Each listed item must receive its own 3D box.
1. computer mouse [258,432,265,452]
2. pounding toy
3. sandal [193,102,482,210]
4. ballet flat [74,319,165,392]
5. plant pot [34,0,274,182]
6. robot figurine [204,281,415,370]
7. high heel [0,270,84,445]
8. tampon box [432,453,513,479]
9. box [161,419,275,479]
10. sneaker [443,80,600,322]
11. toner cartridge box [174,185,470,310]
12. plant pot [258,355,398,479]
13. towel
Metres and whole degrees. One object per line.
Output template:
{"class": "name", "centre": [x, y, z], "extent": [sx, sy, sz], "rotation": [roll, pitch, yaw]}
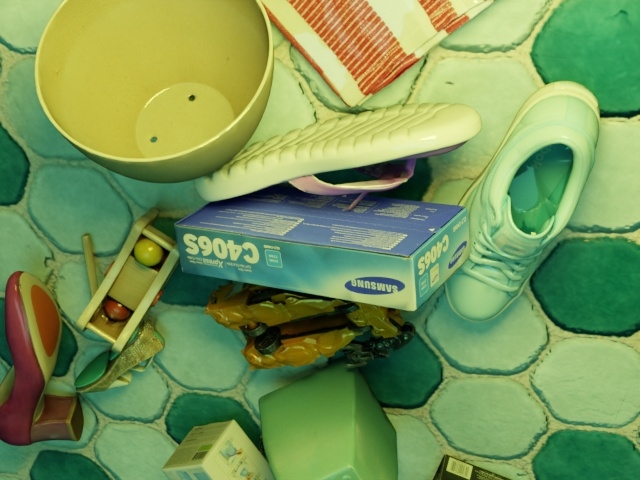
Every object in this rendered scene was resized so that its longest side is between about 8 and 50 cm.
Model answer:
{"class": "computer mouse", "centre": [-0.008, 0.349, 1.654], "extent": [0.193, 0.042, 0.106], "rotation": [31, 124, -2]}
{"class": "pounding toy", "centre": [-0.312, 0.058, 1.505], "extent": [0.155, 0.154, 0.269], "rotation": [33, 124, -4]}
{"class": "sandal", "centre": [0.026, -0.094, 1.302], "extent": [0.416, 0.169, 0.102], "rotation": [-7, 113, 35]}
{"class": "ballet flat", "centre": [-0.323, 0.204, 1.653], "extent": [0.067, 0.073, 0.206], "rotation": [35, 129, -23]}
{"class": "plant pot", "centre": [-0.188, -0.183, 1.276], "extent": [0.284, 0.284, 0.191], "rotation": [12, 159, 10]}
{"class": "robot figurine", "centre": [-0.008, 0.099, 1.462], "extent": [0.291, 0.085, 0.211], "rotation": [-15, 129, 25]}
{"class": "high heel", "centre": [-0.513, 0.204, 1.668], "extent": [0.181, 0.127, 0.377], "rotation": [1, 124, 5]}
{"class": "tampon box", "centre": [0.219, 0.443, 1.603], "extent": [0.120, 0.101, 0.161], "rotation": [21, 125, 5]}
{"class": "box", "centre": [-0.145, 0.410, 1.684], "extent": [0.114, 0.103, 0.203], "rotation": [-18, 114, 43]}
{"class": "sneaker", "centre": [0.235, -0.021, 1.284], "extent": [0.135, 0.150, 0.366], "rotation": [21, 124, 6]}
{"class": "toner cartridge box", "centre": [0.000, 0.000, 1.313], "extent": [0.348, 0.165, 0.075], "rotation": [8, 118, 31]}
{"class": "plant pot", "centre": [0.016, 0.321, 1.488], "extent": [0.165, 0.234, 0.165], "rotation": [-26, 112, 9]}
{"class": "towel", "centre": [0.077, -0.331, 1.214], "extent": [0.329, 0.037, 0.237], "rotation": [-35, 104, 32]}
